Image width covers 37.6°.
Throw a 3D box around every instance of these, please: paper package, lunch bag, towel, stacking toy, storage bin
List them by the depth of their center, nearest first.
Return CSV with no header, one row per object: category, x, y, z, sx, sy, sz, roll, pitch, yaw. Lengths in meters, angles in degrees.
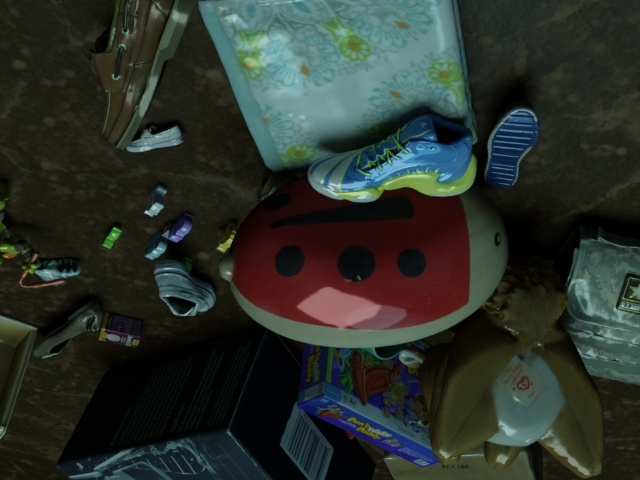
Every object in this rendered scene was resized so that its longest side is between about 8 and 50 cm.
towel,0.036,-0.239,1.282,0.321,0.090,0.374,-4,143,14
lunch bag,0.513,0.106,1.631,0.235,0.169,0.287,12,137,-1
stacking toy,-0.273,-0.003,1.682,0.167,0.052,0.221,29,139,-28
storage bin,-0.766,0.271,1.956,0.262,0.260,0.123,24,144,-24
paper package,0.335,0.482,2.172,0.325,0.168,0.309,-6,141,17

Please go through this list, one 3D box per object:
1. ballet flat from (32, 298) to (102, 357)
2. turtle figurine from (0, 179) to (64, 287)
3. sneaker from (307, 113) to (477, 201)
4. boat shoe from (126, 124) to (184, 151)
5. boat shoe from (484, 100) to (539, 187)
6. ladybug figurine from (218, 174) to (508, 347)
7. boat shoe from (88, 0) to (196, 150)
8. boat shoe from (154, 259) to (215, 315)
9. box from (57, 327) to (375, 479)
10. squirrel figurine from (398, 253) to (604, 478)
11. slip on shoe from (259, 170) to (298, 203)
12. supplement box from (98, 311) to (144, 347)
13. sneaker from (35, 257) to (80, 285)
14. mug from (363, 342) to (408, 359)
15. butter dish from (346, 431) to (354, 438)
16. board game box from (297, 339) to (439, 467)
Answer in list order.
ballet flat,-0.526,0.198,1.967,0.250,0.084,0.058,-35,94,37
turtle figurine,-0.585,-0.015,1.679,0.269,0.087,0.217,14,137,3
sneaker,0.102,-0.125,1.306,0.240,0.091,0.126,-3,137,-7
boat shoe,-0.264,-0.164,1.479,0.100,0.035,0.035,-6,115,22
boat shoe,0.275,-0.154,1.384,0.066,0.066,0.183,9,150,-1
ladybug figurine,0.071,0.002,1.405,0.449,0.305,0.162,-11,149,-10
boat shoe,-0.262,-0.257,1.296,0.104,0.110,0.307,21,132,-14
boat shoe,-0.261,0.108,1.772,0.083,0.075,0.226,-7,158,15
box,-0.213,0.490,2.059,0.472,0.297,0.480,-17,123,31
squirrel figurine,0.283,0.195,1.629,0.281,0.397,0.370,2,177,-10
slip on shoe,-0.080,-0.081,1.560,0.041,0.051,0.135,50,148,7
supplement box,-0.419,0.189,1.974,0.083,0.043,0.055,14,143,-12
sneaker,-0.502,0.066,1.824,0.098,0.038,0.069,6,147,16
mug,0.114,0.152,1.779,0.097,0.129,0.158,28,169,37
butter dish,0.095,0.322,2.025,0.118,0.160,0.160,-10,148,-19
board game box,0.116,0.277,1.861,0.347,0.233,0.078,31,137,-31
